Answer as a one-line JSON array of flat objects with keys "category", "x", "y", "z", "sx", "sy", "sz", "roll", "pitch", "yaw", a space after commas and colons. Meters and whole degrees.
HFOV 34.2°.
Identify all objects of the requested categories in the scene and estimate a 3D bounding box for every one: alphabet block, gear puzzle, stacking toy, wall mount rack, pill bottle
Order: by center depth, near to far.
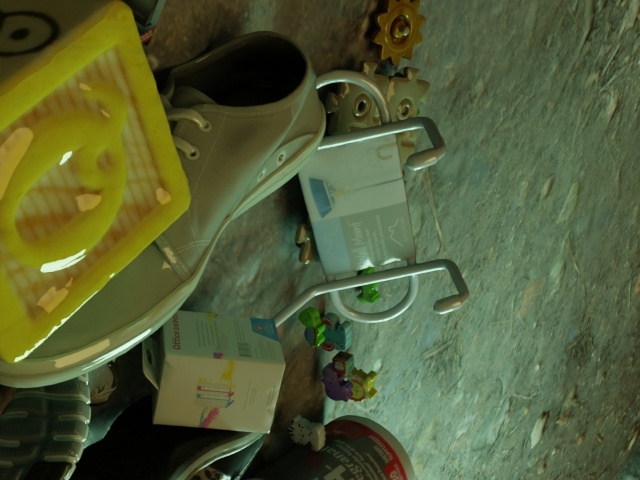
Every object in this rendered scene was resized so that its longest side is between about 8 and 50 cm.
[{"category": "alphabet block", "x": -0.237, "y": -0.069, "z": 0.719, "sx": 0.192, "sy": 0.197, "sz": 0.193, "roll": -46, "pitch": 146, "yaw": -26}, {"category": "wall mount rack", "x": 0.000, "y": 0.000, "z": 1.162, "sx": 0.304, "sy": 0.130, "sz": 0.350, "roll": -13, "pitch": 124, "yaw": 1}, {"category": "gear puzzle", "x": 0.051, "y": -0.135, "z": 1.263, "sx": 0.175, "sy": 0.044, "sz": 0.339, "roll": -2, "pitch": 111, "yaw": -45}, {"category": "pill bottle", "x": -0.025, "y": 0.375, "z": 1.396, "sx": 0.318, "sy": 0.176, "sz": 0.176, "roll": -25, "pitch": 133, "yaw": -47}, {"category": "stacking toy", "x": 0.019, "y": 0.158, "z": 1.422, "sx": 0.167, "sy": 0.052, "sz": 0.221, "roll": -34, "pitch": 131, "yaw": -52}]

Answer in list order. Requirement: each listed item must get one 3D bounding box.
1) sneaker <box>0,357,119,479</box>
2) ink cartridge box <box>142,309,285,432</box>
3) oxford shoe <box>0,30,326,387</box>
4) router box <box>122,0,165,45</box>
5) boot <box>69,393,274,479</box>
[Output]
[{"category": "sneaker", "x": -0.230, "y": 0.156, "z": 0.962, "sx": 0.132, "sy": 0.086, "sz": 0.229, "roll": 69, "pitch": 28, "yaw": -64}, {"category": "ink cartridge box", "x": -0.120, "y": 0.136, "z": 1.098, "sx": 0.143, "sy": 0.092, "sz": 0.090, "roll": 7, "pitch": 115, "yaw": -13}, {"category": "oxford shoe", "x": -0.144, "y": -0.051, "z": 0.911, "sx": 0.449, "sy": 0.169, "sz": 0.130, "roll": -48, "pitch": 150, "yaw": -38}, {"category": "router box", "x": -0.174, "y": -0.223, "z": 0.853, "sx": 0.122, "sy": 0.038, "sz": 0.092, "roll": 13, "pitch": 101, "yaw": -59}, {"category": "boot", "x": -0.171, "y": 0.332, "z": 1.104, "sx": 0.377, "sy": 0.138, "sz": 0.284, "roll": -33, "pitch": 132, "yaw": -67}]
